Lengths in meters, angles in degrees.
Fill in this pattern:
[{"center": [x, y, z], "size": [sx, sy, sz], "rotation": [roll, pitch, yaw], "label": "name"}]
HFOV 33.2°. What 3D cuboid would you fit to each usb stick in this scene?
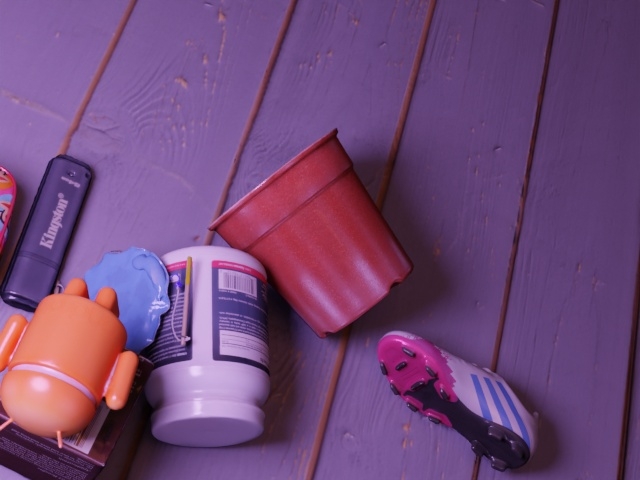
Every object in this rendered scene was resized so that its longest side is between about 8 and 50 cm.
[{"center": [-0.433, -0.013, 1.707], "size": [0.077, 0.045, 0.278], "rotation": [20, 58, -13], "label": "usb stick"}]

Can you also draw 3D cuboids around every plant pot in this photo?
[{"center": [0.000, 0.000, 1.785], "size": [0.272, 0.272, 0.265], "rotation": [-40, 93, -34], "label": "plant pot"}]

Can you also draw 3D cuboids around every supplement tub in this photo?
[{"center": [-0.173, 0.162, 1.648], "size": [0.191, 0.191, 0.272], "rotation": [8, 62, -21], "label": "supplement tub"}]

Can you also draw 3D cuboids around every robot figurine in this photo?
[{"center": [-0.329, 0.157, 1.374], "size": [0.158, 0.128, 0.219], "rotation": [38, 52, -27], "label": "robot figurine"}]

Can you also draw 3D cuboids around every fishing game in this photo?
[{"center": [-0.300, 0.099, 1.622], "size": [0.041, 0.264, 0.189], "rotation": [36, 46, -55], "label": "fishing game"}]

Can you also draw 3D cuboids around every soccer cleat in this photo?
[{"center": [0.239, 0.257, 1.853], "size": [0.331, 0.116, 0.143], "rotation": [41, 40, -3], "label": "soccer cleat"}]

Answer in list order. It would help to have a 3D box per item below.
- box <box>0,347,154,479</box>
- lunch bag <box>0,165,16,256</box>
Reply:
[{"center": [-0.363, 0.237, 1.516], "size": [0.168, 0.203, 0.167], "rotation": [28, 56, -9], "label": "box"}, {"center": [-0.613, -0.017, 1.581], "size": [0.293, 0.120, 0.258], "rotation": [18, 59, -16], "label": "lunch bag"}]
